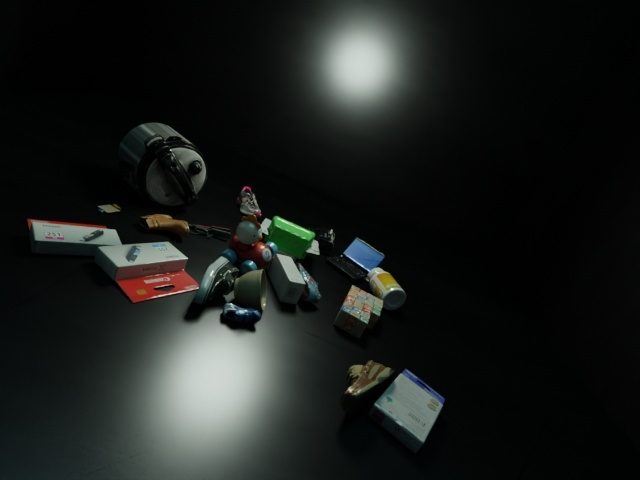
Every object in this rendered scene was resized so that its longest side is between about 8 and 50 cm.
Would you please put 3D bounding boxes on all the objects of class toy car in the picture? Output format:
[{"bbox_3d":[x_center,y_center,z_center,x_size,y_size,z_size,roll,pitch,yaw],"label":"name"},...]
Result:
[{"bbox_3d":[-0.305,-0.003,1.804,0.210,0.237,0.219,27,37,13],"label":"toy car"}]

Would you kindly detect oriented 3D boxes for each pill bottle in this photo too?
[{"bbox_3d":[0.347,0.252,2.174,0.136,0.136,0.245,16,21,-25],"label":"pill bottle"}]

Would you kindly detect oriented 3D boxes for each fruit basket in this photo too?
[{"bbox_3d":[-0.163,-0.015,2.112,0.327,0.165,0.353,24,5,-7],"label":"fruit basket"}]

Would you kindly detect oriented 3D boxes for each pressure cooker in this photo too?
[{"bbox_3d":[-0.795,-0.381,2.068,0.420,0.375,0.370,37,20,33],"label":"pressure cooker"}]

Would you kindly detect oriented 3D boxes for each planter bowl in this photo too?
[{"bbox_3d":[-0.275,0.193,1.569,0.109,0.162,0.162,-1,21,-1],"label":"planter bowl"}]

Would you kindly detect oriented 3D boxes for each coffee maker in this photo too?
[{"bbox_3d":[0.000,0.000,2.478,0.171,0.120,0.178,2,18,4],"label":"coffee maker"}]

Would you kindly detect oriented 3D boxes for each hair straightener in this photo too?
[{"bbox_3d":[-0.556,-0.049,1.987,0.231,0.047,0.089,17,21,-22],"label":"hair straightener"}]

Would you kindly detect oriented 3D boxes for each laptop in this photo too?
[{"bbox_3d":[0.206,0.099,2.345,0.234,0.136,0.264,35,21,29],"label":"laptop"}]

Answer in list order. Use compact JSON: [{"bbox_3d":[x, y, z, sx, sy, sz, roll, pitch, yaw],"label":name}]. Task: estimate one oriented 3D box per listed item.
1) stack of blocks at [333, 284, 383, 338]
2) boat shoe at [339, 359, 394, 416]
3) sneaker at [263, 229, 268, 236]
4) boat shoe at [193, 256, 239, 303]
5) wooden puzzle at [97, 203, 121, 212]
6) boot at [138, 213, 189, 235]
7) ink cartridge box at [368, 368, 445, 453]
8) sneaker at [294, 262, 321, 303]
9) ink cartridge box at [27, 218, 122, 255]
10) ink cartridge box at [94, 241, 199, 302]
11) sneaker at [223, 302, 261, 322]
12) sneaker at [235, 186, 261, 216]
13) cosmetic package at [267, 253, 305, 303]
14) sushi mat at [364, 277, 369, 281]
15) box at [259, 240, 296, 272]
[{"bbox_3d":[0.180,0.329,1.845,0.171,0.087,0.297,28,19,6],"label":"stack of blocks"},{"bbox_3d":[0.140,0.488,1.362,0.120,0.122,0.324,29,11,27],"label":"boat shoe"},{"bbox_3d":[-0.221,-0.020,2.280,0.226,0.086,0.163,43,34,23],"label":"sneaker"},{"bbox_3d":[-0.384,0.154,1.555,0.119,0.121,0.335,26,19,-6],"label":"boat shoe"},{"bbox_3d":[-0.947,-0.140,1.800,0.079,0.014,0.116,27,19,20],"label":"wooden puzzle"},{"bbox_3d":[-0.705,-0.064,1.815,0.197,0.072,0.152,21,14,27],"label":"boot"},{"bbox_3d":[0.309,0.577,1.398,0.186,0.065,0.311,34,23,23],"label":"ink cartridge box"},{"bbox_3d":[-0.075,0.208,1.877,0.125,0.104,0.262,33,16,-35],"label":"sneaker"},{"bbox_3d":[-0.908,-0.029,1.489,0.275,0.060,0.239,6,28,-43],"label":"ink cartridge box"},{"bbox_3d":[-0.620,0.103,1.487,0.261,0.066,0.296,34,21,26],"label":"ink cartridge box"},{"bbox_3d":[-0.288,0.275,1.469,0.144,0.053,0.059,14,20,-7],"label":"sneaker"},{"bbox_3d":[-0.449,-0.238,2.516,0.121,0.112,0.299,10,25,-37],"label":"sneaker"},{"bbox_3d":[-0.155,0.170,1.809,0.086,0.117,0.231,15,23,-28],"label":"cosmetic package"},{"bbox_3d":[0.313,0.226,2.384,0.317,0.019,0.151,27,20,4],"label":"sushi mat"},{"bbox_3d":[-0.250,0.073,2.033,0.183,0.056,0.231,34,21,21],"label":"box"}]
